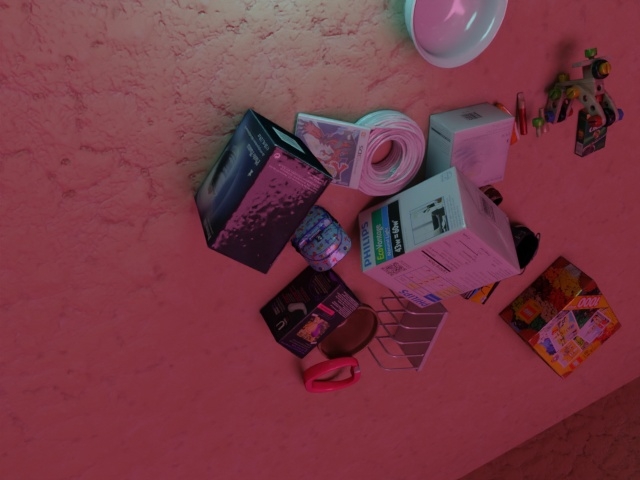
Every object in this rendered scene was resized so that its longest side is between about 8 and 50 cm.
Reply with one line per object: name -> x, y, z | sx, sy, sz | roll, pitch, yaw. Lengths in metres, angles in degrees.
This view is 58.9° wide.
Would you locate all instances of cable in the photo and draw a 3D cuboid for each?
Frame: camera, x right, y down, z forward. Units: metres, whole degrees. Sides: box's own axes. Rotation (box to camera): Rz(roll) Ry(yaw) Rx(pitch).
cable -> 0.185, -0.255, 1.676 | 0.257, 0.089, 0.257 | -15, 128, -21

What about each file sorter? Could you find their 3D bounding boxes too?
file sorter -> 0.303, 0.314, 2.075 | 0.173, 0.193, 0.278 | 4, 120, -28

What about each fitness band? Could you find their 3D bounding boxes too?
fitness band -> 0.041, 0.496, 2.066 | 0.208, 0.054, 0.291 | -13, 152, -6

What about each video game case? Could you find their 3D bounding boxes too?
video game case -> 0.024, -0.244, 1.567 | 0.201, 0.023, 0.184 | 12, 121, 3

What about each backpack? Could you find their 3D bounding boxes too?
backpack -> 0.000, 0.000, 1.693 | 0.158, 0.173, 0.117 | -39, 132, 1

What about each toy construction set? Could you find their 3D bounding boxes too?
toy construction set -> 0.788, -0.480, 1.812 | 0.308, 0.257, 0.237 | -12, 111, 6

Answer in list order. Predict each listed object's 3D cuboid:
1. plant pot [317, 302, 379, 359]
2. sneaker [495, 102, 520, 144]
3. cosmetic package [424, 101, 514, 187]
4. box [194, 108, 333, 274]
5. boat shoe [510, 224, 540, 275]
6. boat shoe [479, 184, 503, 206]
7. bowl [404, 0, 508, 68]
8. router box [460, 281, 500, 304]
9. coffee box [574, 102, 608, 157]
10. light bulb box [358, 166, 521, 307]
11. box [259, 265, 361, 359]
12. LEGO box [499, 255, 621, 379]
plant pot -> 0.080, 0.296, 1.988 | 0.237, 0.110, 0.238 | -14, 127, -19
sneaker -> 0.599, -0.371, 1.846 | 0.067, 0.064, 0.175 | -31, 130, 6
cosmetic package -> 0.462, -0.285, 1.779 | 0.224, 0.138, 0.225 | -17, 130, -19
box -> -0.158, -0.128, 1.419 | 0.182, 0.296, 0.294 | 26, 106, -29
boat shoe -> 0.713, 0.033, 2.075 | 0.500, 0.156, 0.187 | 11, 109, -55
boat shoe -> 0.538, -0.075, 1.994 | 0.095, 0.095, 0.258 | 23, 109, -38
bowl -> 0.327, -0.613, 1.473 | 0.297, 0.134, 0.298 | -15, 128, -21
router box -> 0.649, 0.162, 2.256 | 0.133, 0.046, 0.179 | 17, 112, -36
coffee box -> 0.984, -0.402, 2.053 | 0.113, 0.040, 0.184 | -24, 130, -13
light bulb box -> 0.365, 0.009, 1.774 | 0.361, 0.225, 0.358 | -25, 141, 33
box -> -0.033, 0.219, 1.832 | 0.270, 0.165, 0.143 | -42, 132, 4
LEGO box -> 1.082, 0.358, 2.539 | 0.372, 0.193, 0.500 | -46, 132, 6
